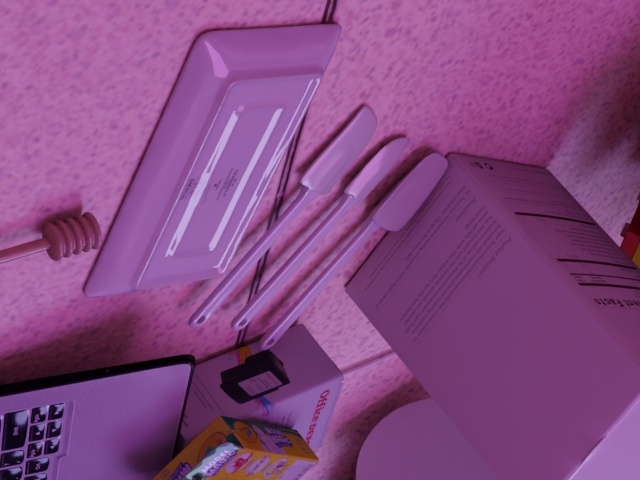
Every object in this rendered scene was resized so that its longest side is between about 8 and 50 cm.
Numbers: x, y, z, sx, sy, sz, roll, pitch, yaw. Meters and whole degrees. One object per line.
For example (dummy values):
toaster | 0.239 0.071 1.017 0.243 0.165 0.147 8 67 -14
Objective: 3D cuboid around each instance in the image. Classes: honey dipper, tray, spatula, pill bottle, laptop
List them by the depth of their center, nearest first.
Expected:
honey dipper | -0.238 0.014 1.398 0.160 0.030 0.030 -18 144 -30
tray | -0.080 -0.053 1.485 0.145 0.030 0.270 -9 138 -41
laptop | -0.286 0.328 1.551 0.408 0.236 0.382 -9 141 -22
spatula | 0.000 0.000 1.647 0.242 0.019 0.168 -50 151 9
pill bottle | 0.136 0.330 2.074 0.210 0.210 0.363 -32 150 -13

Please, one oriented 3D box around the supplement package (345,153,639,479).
supplement package | 0.201 0.086 1.726 0.175 0.293 0.177 6 128 -52

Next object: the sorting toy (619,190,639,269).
sorting toy | 0.360 -0.064 1.813 0.255 0.089 0.257 104 14 -50

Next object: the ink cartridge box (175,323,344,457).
ink cartridge box | -0.079 0.165 1.741 0.175 0.072 0.127 -20 147 -31

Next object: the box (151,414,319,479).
box | -0.083 0.206 1.660 0.105 0.043 0.179 -44 158 11
